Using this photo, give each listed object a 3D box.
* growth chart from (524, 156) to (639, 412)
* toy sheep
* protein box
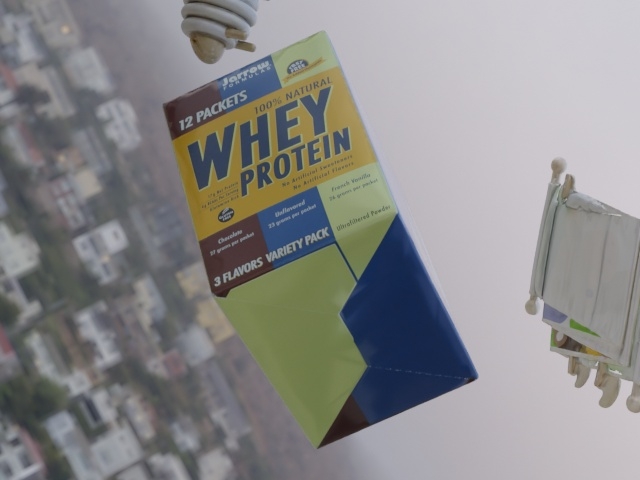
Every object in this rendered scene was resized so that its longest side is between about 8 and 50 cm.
[{"bbox_3d":[0.233,0.039,1.332,0.237,0.021,0.172,-133,-129,-66],"label":"growth chart"},{"bbox_3d":[-0.104,-0.250,1.647,0.091,0.132,0.091,17,-13,4],"label":"toy sheep"},{"bbox_3d":[0.000,0.000,1.128,0.200,0.136,0.201,61,7,-45],"label":"protein box"}]
